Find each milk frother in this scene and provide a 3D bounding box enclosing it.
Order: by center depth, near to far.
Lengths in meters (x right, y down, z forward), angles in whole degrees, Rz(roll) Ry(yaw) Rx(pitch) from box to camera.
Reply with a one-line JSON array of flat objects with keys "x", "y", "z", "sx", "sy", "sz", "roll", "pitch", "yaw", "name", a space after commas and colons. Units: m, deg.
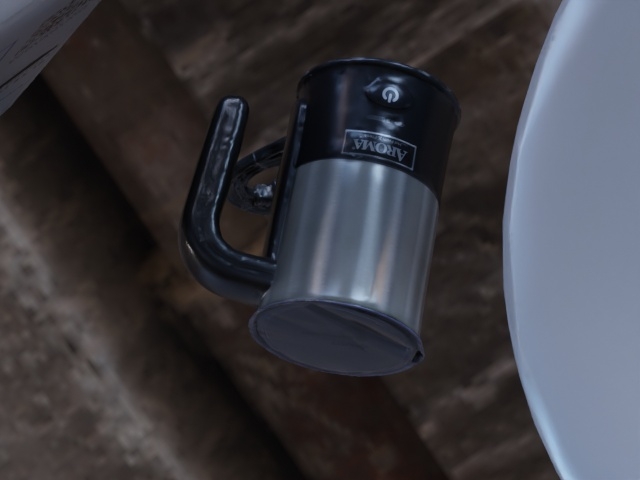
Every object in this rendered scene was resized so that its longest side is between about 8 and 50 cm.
[{"x": 0.000, "y": 0.000, "z": 0.947, "sx": 0.129, "sy": 0.143, "sz": 0.135, "roll": 6, "pitch": 63, "yaw": 10, "name": "milk frother"}]

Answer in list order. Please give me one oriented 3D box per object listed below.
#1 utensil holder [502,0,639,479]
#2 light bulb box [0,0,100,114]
[{"x": 0.295, "y": 0.022, "z": 0.666, "sx": 0.327, "sy": 0.328, "sz": 0.385, "roll": -25, "pitch": -30, "yaw": 38, "name": "utensil holder"}, {"x": -0.304, "y": -0.108, "z": 0.918, "sx": 0.358, "sy": 0.225, "sz": 0.361, "roll": -39, "pitch": 4, "yaw": -26, "name": "light bulb box"}]
